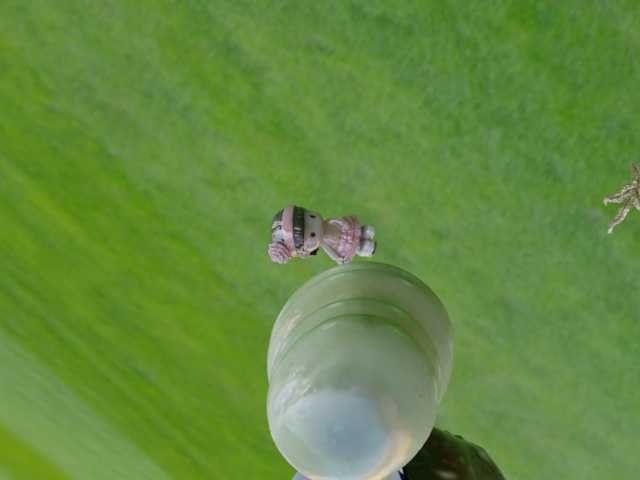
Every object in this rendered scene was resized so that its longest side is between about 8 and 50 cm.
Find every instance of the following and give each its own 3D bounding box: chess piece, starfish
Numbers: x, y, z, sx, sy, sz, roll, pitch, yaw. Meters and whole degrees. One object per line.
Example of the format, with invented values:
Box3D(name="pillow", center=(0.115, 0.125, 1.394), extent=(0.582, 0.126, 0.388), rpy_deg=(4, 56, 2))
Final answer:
Box3D(name="chess piece", center=(0.032, 0.116, 1.044), extent=(0.182, 0.182, 0.330), rpy_deg=(32, -176, 1))
Box3D(name="starfish", center=(0.288, -0.048, 1.121), extent=(0.016, 0.086, 0.092), rpy_deg=(29, 144, -18))

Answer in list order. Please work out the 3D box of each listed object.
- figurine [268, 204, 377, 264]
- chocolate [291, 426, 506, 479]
Box3D(name="figurine", center=(0.000, 0.000, 1.447), extent=(0.129, 0.072, 0.054), rpy_deg=(9, 166, -22))
Box3D(name="chocolate", center=(0.091, 0.345, 1.345), extent=(0.210, 0.340, 0.225), rpy_deg=(0, -147, -37))
